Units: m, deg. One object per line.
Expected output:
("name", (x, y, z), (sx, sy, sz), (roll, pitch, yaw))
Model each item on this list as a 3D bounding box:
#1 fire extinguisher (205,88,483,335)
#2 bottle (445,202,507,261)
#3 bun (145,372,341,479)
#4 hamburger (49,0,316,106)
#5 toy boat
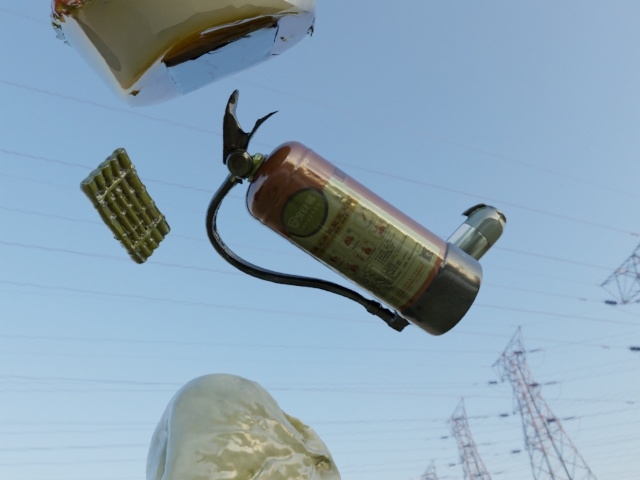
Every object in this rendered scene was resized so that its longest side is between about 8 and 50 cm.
("fire extinguisher", (0.002, 0.000, 0.643), (0.376, 0.113, 0.200), (35, -87, -6))
("bottle", (0.281, 0.028, 1.076), (0.254, 0.096, 0.079), (-45, -6, -4))
("bun", (-0.091, 0.353, 0.753), (0.213, 0.361, 0.361), (-44, -48, 11))
("hamburger", (-0.147, -0.271, 0.561), (0.294, 0.276, 0.179), (-23, -80, -3))
("toy boat", (-0.201, -0.034, 0.540), (0.016, 0.063, 0.115), (6, -42, 26))
